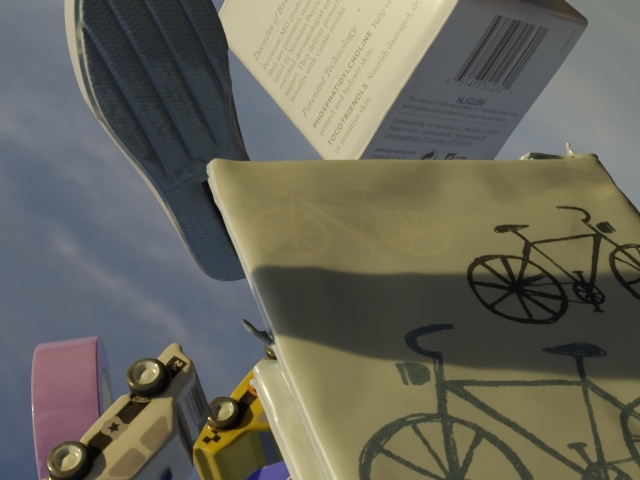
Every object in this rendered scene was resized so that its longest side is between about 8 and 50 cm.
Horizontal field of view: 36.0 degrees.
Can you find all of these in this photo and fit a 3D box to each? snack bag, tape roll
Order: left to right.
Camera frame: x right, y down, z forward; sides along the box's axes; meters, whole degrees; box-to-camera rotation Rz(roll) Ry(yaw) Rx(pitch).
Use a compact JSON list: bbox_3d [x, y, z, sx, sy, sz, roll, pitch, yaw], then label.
[{"bbox_3d":[-0.341,0.276,1.396,0.090,0.274,0.274,-8,-143,-8],"label":"tape roll"},{"bbox_3d":[0.110,0.059,0.566,0.323,0.037,0.342,-3,-137,-24],"label":"snack bag"}]

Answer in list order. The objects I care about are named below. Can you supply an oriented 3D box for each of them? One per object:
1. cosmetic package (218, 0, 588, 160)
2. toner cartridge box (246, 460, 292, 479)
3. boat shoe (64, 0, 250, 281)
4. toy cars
[{"bbox_3d":[0.114,-0.330,1.516,0.329,0.327,0.393,-1,-137,-45],"label":"cosmetic package"},{"bbox_3d":[0.047,0.266,1.431,0.075,0.348,0.165,37,167,38],"label":"toner cartridge box"},{"bbox_3d":[-0.116,-0.098,0.742,0.094,0.109,0.302,49,161,49],"label":"boat shoe"},{"bbox_3d":[-0.094,0.180,0.910,0.087,0.176,0.394,24,-165,27],"label":"toy cars"}]
